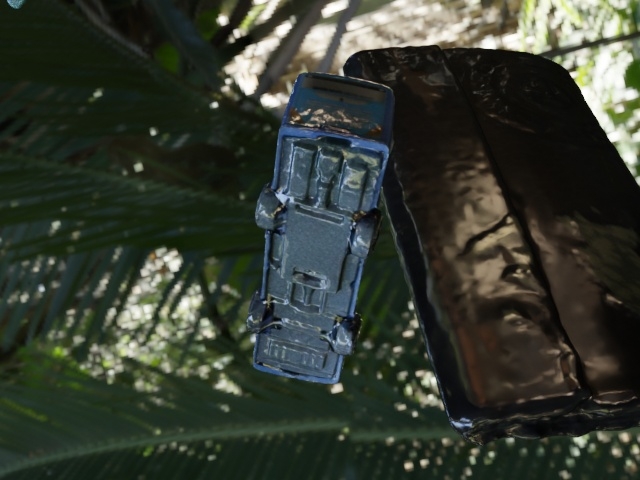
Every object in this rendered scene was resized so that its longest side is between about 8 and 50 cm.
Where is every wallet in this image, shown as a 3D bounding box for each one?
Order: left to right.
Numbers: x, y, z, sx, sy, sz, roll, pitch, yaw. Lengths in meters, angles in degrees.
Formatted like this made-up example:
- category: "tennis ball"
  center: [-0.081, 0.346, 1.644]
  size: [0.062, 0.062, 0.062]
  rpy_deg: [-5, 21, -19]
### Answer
- category: "wallet"
  center: [0.121, -0.020, 0.604]
  size: [0.321, 0.170, 0.044]
  rpy_deg: [-103, 20, -48]

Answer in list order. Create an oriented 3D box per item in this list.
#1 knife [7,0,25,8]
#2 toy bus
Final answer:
- category: "knife"
  center: [-0.161, -0.179, 0.633]
  size: [0.014, 0.091, 0.005]
  rpy_deg: [38, -173, -22]
- category: "toy bus"
  center: [0.000, 0.000, 0.448]
  size: [0.153, 0.051, 0.061]
  rpy_deg: [99, -175, -48]
